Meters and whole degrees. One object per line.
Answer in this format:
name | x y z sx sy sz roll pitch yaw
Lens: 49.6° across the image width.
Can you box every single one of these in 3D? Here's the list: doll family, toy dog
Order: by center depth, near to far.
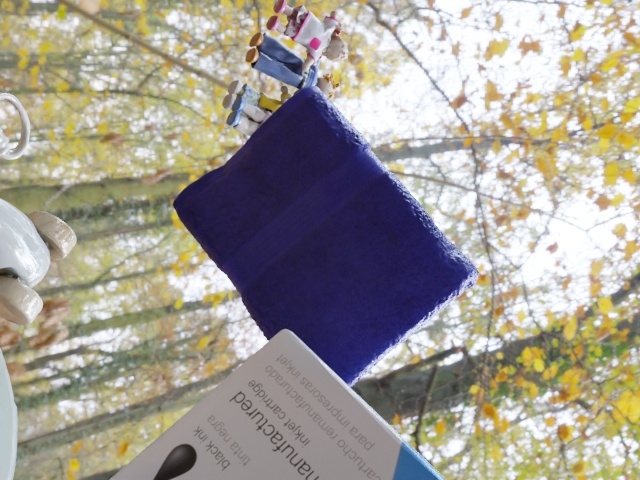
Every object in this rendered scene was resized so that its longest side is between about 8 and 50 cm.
toy dog | -0.496 -0.033 0.976 0.161 0.220 0.334 1 -59 24
doll family | -0.052 -0.244 1.106 0.118 0.163 0.263 16 -98 60

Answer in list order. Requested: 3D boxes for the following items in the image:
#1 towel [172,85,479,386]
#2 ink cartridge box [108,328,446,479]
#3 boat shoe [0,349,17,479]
towel | 0.000 0.000 0.784 0.227 0.076 0.308 -40 -112 4
ink cartridge box | -0.068 0.307 0.490 0.285 0.395 0.166 39 -20 31
boat shoe | -0.217 0.064 0.352 0.081 0.079 0.228 -36 -118 28
